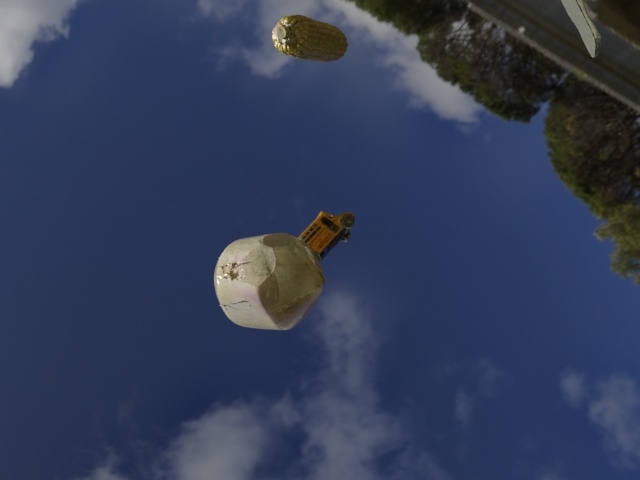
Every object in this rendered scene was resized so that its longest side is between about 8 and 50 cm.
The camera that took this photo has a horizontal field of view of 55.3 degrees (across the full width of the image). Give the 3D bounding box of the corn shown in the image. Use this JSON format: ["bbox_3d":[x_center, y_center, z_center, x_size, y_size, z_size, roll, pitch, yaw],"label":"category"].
[{"bbox_3d":[-0.014,-0.390,1.188,0.080,0.080,0.238,58,-149,6],"label":"corn"}]

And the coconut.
[{"bbox_3d":[-0.078,0.066,1.001,0.171,0.183,0.171,11,-104,-54],"label":"coconut"}]

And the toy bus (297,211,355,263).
[{"bbox_3d":[0.000,0.000,1.209,0.074,0.069,0.162,38,-114,11],"label":"toy bus"}]

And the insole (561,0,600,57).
[{"bbox_3d":[0.382,-0.342,0.908,0.010,0.063,0.192,-14,-129,13],"label":"insole"}]
